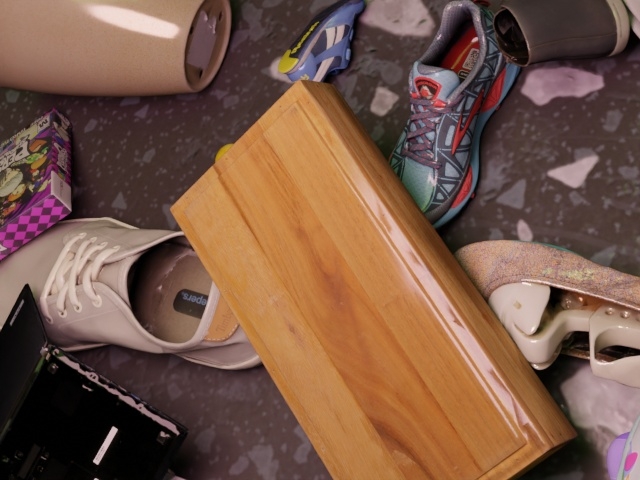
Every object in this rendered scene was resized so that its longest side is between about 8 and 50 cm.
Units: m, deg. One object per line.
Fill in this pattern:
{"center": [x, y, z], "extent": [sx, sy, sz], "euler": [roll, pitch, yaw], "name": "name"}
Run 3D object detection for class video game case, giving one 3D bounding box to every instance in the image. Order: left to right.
{"center": [-0.410, -0.043, 1.471], "extent": [0.232, 0.042, 0.210], "euler": [-32, 35, 12], "name": "video game case"}

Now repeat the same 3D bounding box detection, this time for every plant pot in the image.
{"center": [-0.258, -0.275, 1.439], "extent": [0.274, 0.256, 0.257], "euler": [19, 77, 16], "name": "plant pot"}

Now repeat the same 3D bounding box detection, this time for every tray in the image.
{"center": [0.035, 0.071, 1.118], "extent": [0.203, 0.076, 0.411], "euler": [-42, 71, 26], "name": "tray"}

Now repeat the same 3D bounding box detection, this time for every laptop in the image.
{"center": [-0.286, 0.217, 1.261], "extent": [0.264, 0.136, 0.234], "euler": [30, 99, 8], "name": "laptop"}

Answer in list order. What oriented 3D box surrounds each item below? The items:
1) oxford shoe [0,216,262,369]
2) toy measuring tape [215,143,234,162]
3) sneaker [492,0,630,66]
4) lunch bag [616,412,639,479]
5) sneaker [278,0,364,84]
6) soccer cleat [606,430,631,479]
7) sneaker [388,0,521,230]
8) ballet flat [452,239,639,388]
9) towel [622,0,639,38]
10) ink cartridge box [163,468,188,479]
{"center": [-0.241, 0.048, 1.336], "extent": [0.449, 0.130, 0.169], "euler": [8, 76, 32], "name": "oxford shoe"}
{"center": [0.000, 0.000, 1.247], "extent": [0.121, 0.121, 0.330], "euler": [-44, 64, 4], "name": "toy measuring tape"}
{"center": [0.215, -0.262, 1.223], "extent": [0.118, 0.083, 0.222], "euler": [-12, 43, -16], "name": "sneaker"}
{"center": [0.345, 0.131, 0.861], "extent": [0.160, 0.223, 0.262], "euler": [44, 74, -5], "name": "lunch bag"}
{"center": [0.010, -0.229, 1.377], "extent": [0.144, 0.059, 0.053], "euler": [-52, 23, -21], "name": "sneaker"}
{"center": [0.324, 0.248, 0.972], "extent": [0.083, 0.095, 0.248], "euler": [-40, 57, 6], "name": "soccer cleat"}
{"center": [0.116, -0.135, 1.231], "extent": [0.104, 0.125, 0.262], "euler": [14, 75, 32], "name": "sneaker"}
{"center": [0.243, 0.074, 1.073], "extent": [0.316, 0.108, 0.106], "euler": [10, 44, 31], "name": "ballet flat"}
{"center": [0.412, -0.329, 1.149], "extent": [0.317, 0.053, 0.332], "euler": [-41, 46, 19], "name": "towel"}
{"center": [-0.242, 0.332, 1.256], "extent": [0.224, 0.045, 0.223], "euler": [15, 77, 30], "name": "ink cartridge box"}
